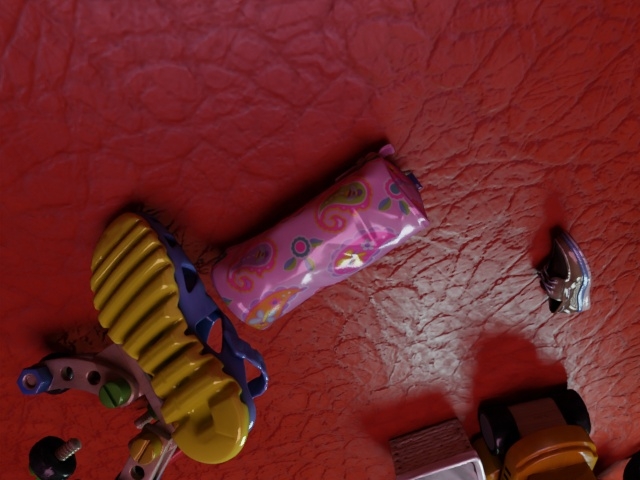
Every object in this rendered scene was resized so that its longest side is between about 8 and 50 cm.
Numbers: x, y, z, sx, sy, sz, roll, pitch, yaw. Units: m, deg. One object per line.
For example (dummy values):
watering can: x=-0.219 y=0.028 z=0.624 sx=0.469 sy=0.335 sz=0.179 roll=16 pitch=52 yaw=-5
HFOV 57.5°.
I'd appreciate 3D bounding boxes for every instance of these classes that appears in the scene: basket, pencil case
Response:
basket: x=0.231 y=0.446 z=1.165 sx=0.167 sy=0.103 sz=0.113 roll=-19 pitch=125 yaw=5
pencil case: x=0.000 y=0.000 z=0.745 sx=0.284 sy=0.124 sz=0.124 roll=-34 pitch=128 yaw=14

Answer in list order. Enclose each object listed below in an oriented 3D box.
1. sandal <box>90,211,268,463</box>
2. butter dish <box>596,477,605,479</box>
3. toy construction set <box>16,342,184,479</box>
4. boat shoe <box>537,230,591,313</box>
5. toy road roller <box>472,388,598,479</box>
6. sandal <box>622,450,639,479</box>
sandal: x=-0.166 y=0.107 z=0.713 sx=0.126 sy=0.317 sz=0.138 roll=-33 pitch=170 yaw=20
butter dish: x=0.659 y=0.640 z=1.385 sx=0.160 sy=0.118 sz=0.160 roll=5 pitch=144 yaw=40
toy construction set: x=-0.229 y=0.224 z=0.832 sx=0.237 sy=0.257 sz=0.309 roll=-38 pitch=148 yaw=3
boat shoe: x=0.379 y=0.062 z=0.910 sx=0.066 sy=0.066 sz=0.183 roll=-23 pitch=130 yaw=8
toy road roller: x=0.435 y=0.473 z=1.148 sx=0.202 sy=0.240 sz=0.329 roll=-11 pitch=130 yaw=-4
sandal: x=0.805 y=0.505 z=1.362 sx=0.054 sy=0.097 sz=0.254 roll=30 pitch=107 yaw=-34
